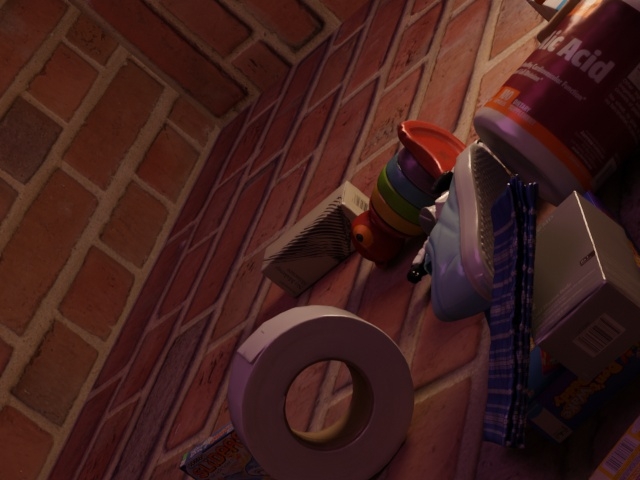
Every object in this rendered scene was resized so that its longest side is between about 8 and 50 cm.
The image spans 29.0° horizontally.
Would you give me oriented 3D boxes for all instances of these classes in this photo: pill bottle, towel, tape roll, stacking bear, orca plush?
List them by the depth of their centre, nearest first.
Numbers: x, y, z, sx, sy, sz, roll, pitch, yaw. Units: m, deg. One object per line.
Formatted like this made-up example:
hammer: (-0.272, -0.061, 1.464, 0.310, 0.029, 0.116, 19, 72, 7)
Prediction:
towel: (0.237, 0.097, 1.603, 0.243, 0.040, 0.336, 90, -176, -84)
tape roll: (-0.001, 0.246, 1.944, 0.286, 0.286, 0.100, -52, 18, -5)
pill bottle: (0.448, -0.256, 1.945, 0.392, 0.224, 0.224, -47, 18, -1)
orca plush: (0.255, -0.039, 2.201, 0.102, 0.151, 0.287, 26, 71, 39)
stacking bear: (0.162, -0.073, 2.402, 0.164, 0.175, 0.289, -17, -29, -54)

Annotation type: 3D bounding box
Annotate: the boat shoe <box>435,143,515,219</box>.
boat shoe: (0.299, -0.128, 2.117, 0.277, 0.096, 0.098, -31, 17, -18)

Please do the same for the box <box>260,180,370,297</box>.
box: (0.000, 0.000, 2.706, 0.275, 0.113, 0.094, -41, 21, 30)

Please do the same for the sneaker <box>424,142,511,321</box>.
sneaker: (0.217, -0.017, 1.928, 0.150, 0.135, 0.366, -34, 23, 28)

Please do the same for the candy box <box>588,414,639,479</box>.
candy box: (0.405, 0.223, 1.442, 0.206, 0.027, 0.105, -51, 20, -1)

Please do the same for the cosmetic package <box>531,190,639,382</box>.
cosmetic package: (0.332, 0.054, 1.574, 0.127, 0.107, 0.238, -47, 21, 21)

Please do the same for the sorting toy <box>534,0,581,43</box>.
sorting toy: (0.465, -0.390, 2.051, 0.229, 0.307, 0.041, -47, 28, 7)

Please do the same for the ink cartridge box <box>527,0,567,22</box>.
ink cartridge box: (0.513, -0.432, 2.237, 0.168, 0.171, 0.233, -48, 19, 7)

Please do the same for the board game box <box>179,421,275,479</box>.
board game box: (-0.140, 0.392, 2.228, 0.201, 0.136, 0.035, -39, 21, 33)

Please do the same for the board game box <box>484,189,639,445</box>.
board game box: (0.353, 0.097, 1.730, 0.233, 0.078, 0.347, -45, 19, 17)

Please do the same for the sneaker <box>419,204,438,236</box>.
sneaker: (0.226, 0.007, 2.142, 0.061, 0.152, 0.053, -20, 0, -35)
